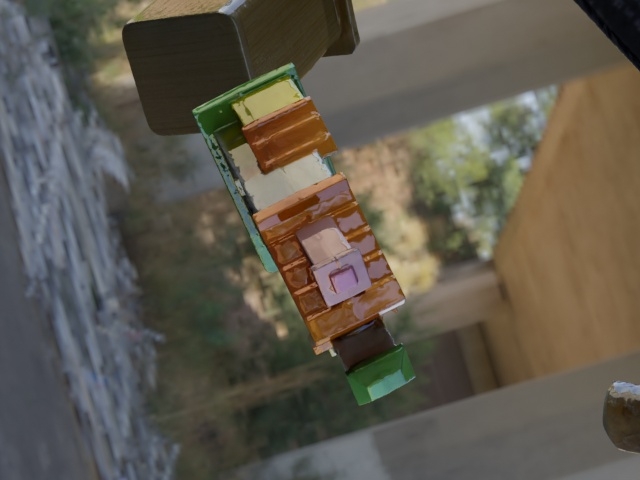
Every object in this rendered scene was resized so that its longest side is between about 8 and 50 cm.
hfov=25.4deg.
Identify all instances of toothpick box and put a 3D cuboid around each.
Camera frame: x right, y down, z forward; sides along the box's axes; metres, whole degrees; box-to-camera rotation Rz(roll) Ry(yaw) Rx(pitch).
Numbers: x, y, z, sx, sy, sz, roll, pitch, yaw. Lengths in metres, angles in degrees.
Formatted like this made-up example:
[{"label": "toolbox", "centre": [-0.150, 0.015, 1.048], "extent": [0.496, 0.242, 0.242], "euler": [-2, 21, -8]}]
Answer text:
[{"label": "toothpick box", "centre": [-0.098, -0.260, 1.740], "extent": [0.308, 0.187, 0.190], "euler": [-54, 137, -55]}]

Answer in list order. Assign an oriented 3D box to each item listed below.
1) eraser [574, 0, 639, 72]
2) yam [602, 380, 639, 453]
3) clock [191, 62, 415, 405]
[{"label": "eraser", "centre": [0.297, -0.176, 1.134], "extent": [0.155, 0.101, 0.332], "euler": [11, 36, -46]}, {"label": "yam", "centre": [0.427, 0.184, 1.304], "extent": [0.081, 0.357, 0.081], "euler": [-7, 99, -54]}, {"label": "clock", "centre": [0.000, 0.000, 1.313], "extent": [0.255, 0.106, 0.220], "euler": [58, -7, 49]}]
